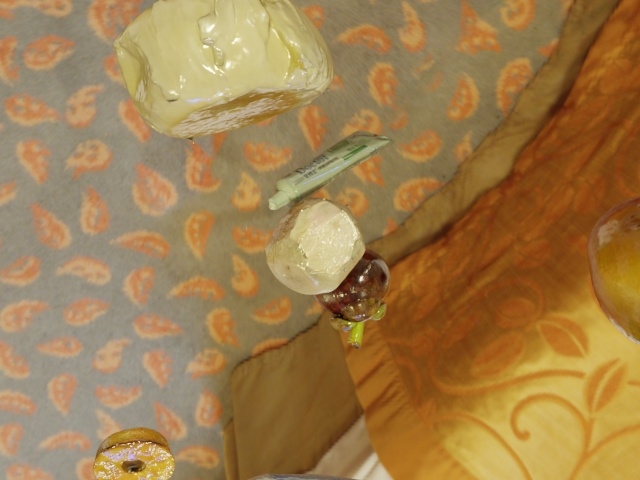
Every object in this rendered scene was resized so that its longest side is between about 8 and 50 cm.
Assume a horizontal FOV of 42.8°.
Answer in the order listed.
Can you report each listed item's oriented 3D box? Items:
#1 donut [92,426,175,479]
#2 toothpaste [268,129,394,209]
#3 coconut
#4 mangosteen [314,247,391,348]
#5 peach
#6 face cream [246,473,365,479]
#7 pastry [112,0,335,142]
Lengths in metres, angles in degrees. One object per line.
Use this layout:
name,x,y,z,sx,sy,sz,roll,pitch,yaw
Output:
donut,-0.355,0.416,1.555,0.152,0.058,0.151,-7,123,-11
toothpaste,0.010,-0.094,1.048,0.218,0.064,0.041,-37,134,-38
coconut,0.000,0.000,0.969,0.110,0.110,0.124,43,64,-18
mangosteen,0.071,0.098,1.512,0.146,0.156,0.181,-30,89,10
peach,0.730,0.057,1.690,0.290,0.373,0.372,-30,113,-25
face cream,0.012,0.491,1.343,0.421,0.234,0.137,1,132,24
pastry,-0.071,-0.133,0.615,0.166,0.166,0.088,-15,89,0
